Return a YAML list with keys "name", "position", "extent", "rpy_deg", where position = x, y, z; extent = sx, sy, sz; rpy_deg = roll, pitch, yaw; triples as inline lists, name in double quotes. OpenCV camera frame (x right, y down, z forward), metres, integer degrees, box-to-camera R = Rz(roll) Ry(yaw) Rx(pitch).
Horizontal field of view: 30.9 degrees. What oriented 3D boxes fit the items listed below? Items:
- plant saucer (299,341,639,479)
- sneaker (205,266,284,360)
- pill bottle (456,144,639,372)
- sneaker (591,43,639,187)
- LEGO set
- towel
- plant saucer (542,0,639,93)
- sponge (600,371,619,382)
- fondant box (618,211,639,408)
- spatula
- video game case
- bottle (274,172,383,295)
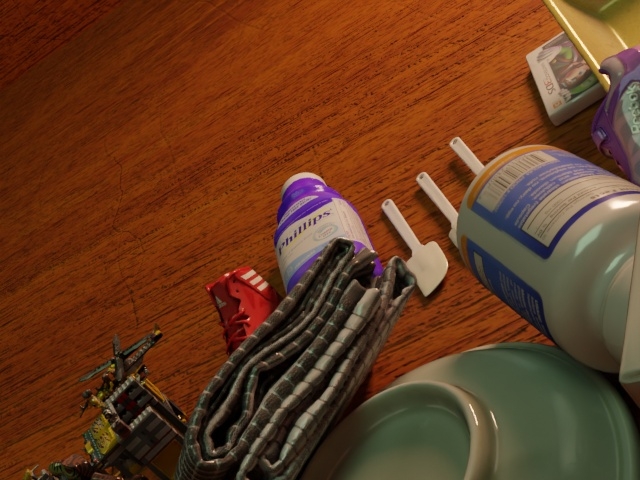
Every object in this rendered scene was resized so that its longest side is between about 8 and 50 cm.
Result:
- name: "plant saucer"
  position: [0.078, 0.233, 0.994]
  extent: [0.400, 0.100, 0.400]
  rpy_deg: [-35, 29, 23]
- name: "sneaker"
  position: [-0.104, 0.120, 1.390]
  extent: [0.087, 0.128, 0.221]
  rpy_deg: [-29, 28, 25]
- name: "pill bottle"
  position: [0.237, 0.021, 0.993]
  extent: [0.152, 0.152, 0.272]
  rpy_deg: [-43, 27, -1]
- name: "sneaker"
  position: [0.313, -0.090, 1.114]
  extent: [0.105, 0.095, 0.236]
  rpy_deg: [-8, 69, 31]
- name: "LEGO set"
  position: [-0.247, 0.252, 1.318]
  extent: [0.255, 0.192, 0.331]
  rpy_deg: [-41, 27, 3]
- name: "towel"
  position: [-0.035, 0.145, 1.140]
  extent: [0.283, 0.121, 0.235]
  rpy_deg: [-55, -7, -27]
- name: "plant saucer"
  position: [0.441, -0.279, 1.269]
  extent: [0.333, 0.081, 0.333]
  rpy_deg: [-35, 37, 15]
- name: "sponge"
  position: [0.334, 0.064, 1.003]
  extent: [0.210, 0.031, 0.117]
  rpy_deg: [-13, 38, 46]
- name: "fondant box"
  position: [0.304, 0.083, 0.687]
  extent: [0.096, 0.330, 0.238]
  rpy_deg: [-18, 35, 36]
- name: "spatula"
  position: [0.158, -0.039, 1.404]
  extent: [0.168, 0.019, 0.242]
  rpy_deg: [-44, 26, 9]
- name: "video game case"
  position: [0.350, -0.237, 1.427]
  extent: [0.190, 0.022, 0.173]
  rpy_deg: [-32, 29, 19]
- name: "bottle"
  position: [0.000, 0.000, 1.466]
  extent: [0.118, 0.092, 0.283]
  rpy_deg: [-38, 27, 11]
